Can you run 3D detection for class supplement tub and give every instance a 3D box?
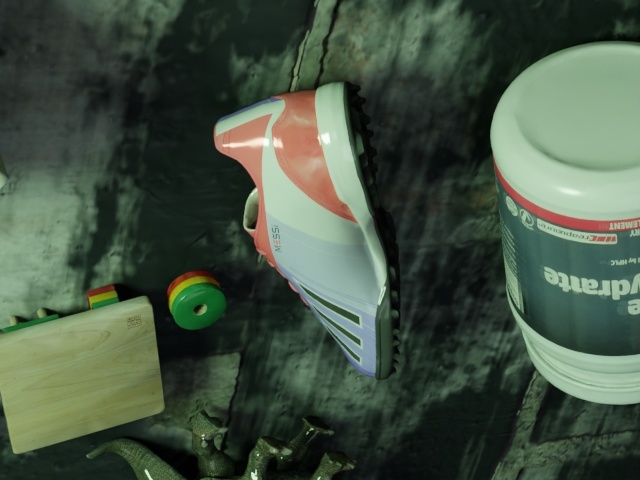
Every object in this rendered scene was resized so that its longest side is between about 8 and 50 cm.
[{"bbox_3d":[0.246,-0.012,1.557,0.191,0.191,0.272,-21,136,-8],"label":"supplement tub"}]

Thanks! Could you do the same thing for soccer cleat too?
[{"bbox_3d":[0.000,0.000,1.525,0.116,0.109,0.318,-7,138,7],"label":"soccer cleat"}]

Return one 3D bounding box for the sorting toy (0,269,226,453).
[{"bbox_3d":[-0.212,0.103,1.539,0.274,0.046,0.132,-16,135,-14],"label":"sorting toy"}]

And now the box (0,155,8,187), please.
[{"bbox_3d":[-0.335,-0.103,1.213,0.127,0.149,0.232,-38,136,8],"label":"box"}]

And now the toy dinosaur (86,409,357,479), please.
[{"bbox_3d":[-0.062,0.243,1.687,0.313,0.121,0.160,6,109,-35],"label":"toy dinosaur"}]
